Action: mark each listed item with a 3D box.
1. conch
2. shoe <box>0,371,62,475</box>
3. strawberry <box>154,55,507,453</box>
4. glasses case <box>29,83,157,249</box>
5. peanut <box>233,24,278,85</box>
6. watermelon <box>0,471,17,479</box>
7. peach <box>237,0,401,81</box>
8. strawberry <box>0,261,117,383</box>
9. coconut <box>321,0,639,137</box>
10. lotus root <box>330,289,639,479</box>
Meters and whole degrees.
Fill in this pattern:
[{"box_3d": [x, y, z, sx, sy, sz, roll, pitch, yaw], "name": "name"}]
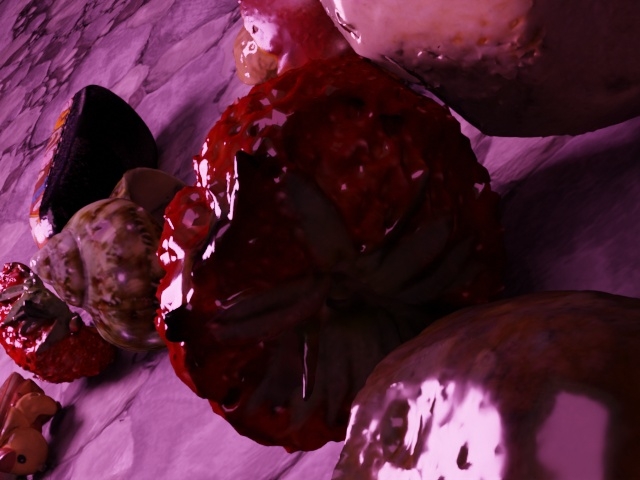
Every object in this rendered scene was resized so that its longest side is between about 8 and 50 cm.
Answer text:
[{"box_3d": [-0.175, 0.016, 1.377, 0.124, 0.181, 0.187, -31, 55, 18], "name": "conch"}, {"box_3d": [-0.285, 0.174, 1.434, 0.072, 0.069, 0.109, -56, 19, 14], "name": "shoe"}, {"box_3d": [0.003, 0.003, 1.054, 0.261, 0.261, 0.257, -46, 26, 2], "name": "strawberry"}, {"box_3d": [-0.249, -0.064, 1.663, 0.082, 0.122, 0.321, -34, 28, 22], "name": "glasses case"}, {"box_3d": [-0.022, -0.246, 1.617, 0.194, 0.093, 0.083, -40, -13, 7], "name": "peanut"}, {"box_3d": [-0.382, 0.268, 1.418, 0.231, 0.128, 0.146, -41, 58, -12], "name": "watermelon"}, {"box_3d": [-0.006, -0.256, 1.463, 0.154, 0.159, 0.267, -30, 48, 9], "name": "peach"}, {"box_3d": [-0.272, 0.089, 1.464, 0.085, 0.140, 0.192, -53, 35, -11], "name": "strawberry"}, {"box_3d": [0.146, -0.250, 1.096, 0.352, 0.352, 0.352, -36, 27, 22], "name": "coconut"}, {"box_3d": [0.128, 0.140, 0.767, 0.260, 0.149, 0.267, -10, 46, 52], "name": "lotus root"}]
